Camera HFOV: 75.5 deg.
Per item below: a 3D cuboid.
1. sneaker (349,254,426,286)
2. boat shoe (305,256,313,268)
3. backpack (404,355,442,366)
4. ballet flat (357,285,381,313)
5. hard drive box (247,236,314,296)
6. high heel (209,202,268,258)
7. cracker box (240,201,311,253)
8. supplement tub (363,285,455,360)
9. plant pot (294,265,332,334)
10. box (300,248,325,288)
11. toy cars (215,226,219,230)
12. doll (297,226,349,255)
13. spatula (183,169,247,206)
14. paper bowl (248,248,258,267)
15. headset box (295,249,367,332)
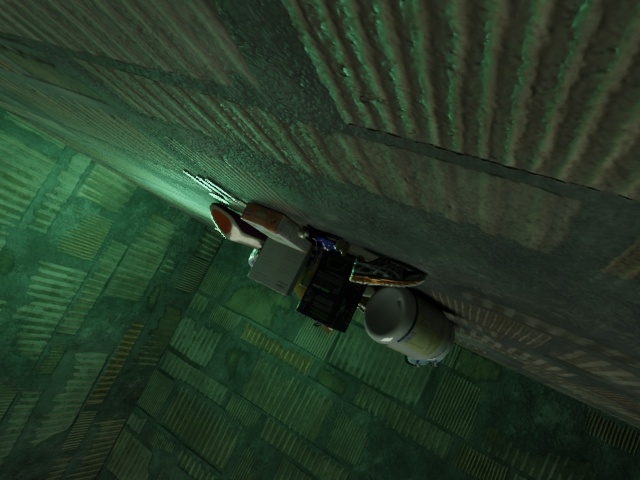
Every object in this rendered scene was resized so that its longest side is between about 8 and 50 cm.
[{"bbox_3d":[0.187,0.088,1.164,0.215,0.083,0.084,4,170,19],"label":"sneaker"},{"bbox_3d":[-0.099,0.108,1.902,0.340,0.113,0.127,35,-149,-49],"label":"boat shoe"},{"bbox_3d":[0.536,0.496,2.102,0.274,0.289,0.355,12,160,29],"label":"backpack"},{"bbox_3d":[0.238,0.268,1.931,0.483,0.163,0.182,32,162,-18],"label":"ballet flat"},{"bbox_3d":[-0.157,0.086,1.677,0.181,0.232,0.089,26,173,11],"label":"hard drive box"},{"bbox_3d":[-0.324,-0.055,1.871,0.377,0.181,0.127,46,129,-3],"label":"high heel"},{"bbox_3d":[-0.142,-0.040,1.410,0.156,0.067,0.232,21,170,31],"label":"cracker box"},{"bbox_3d":[0.355,0.332,1.628,0.325,0.235,0.236,31,171,-33],"label":"supplement tub"},{"bbox_3d":[0.010,0.232,1.769,0.254,0.237,0.237,37,174,8],"label":"plant pot"},{"bbox_3d":[-0.017,0.119,1.668,0.054,0.168,0.059,28,173,-18],"label":"box"},{"bbox_3d":[-0.374,-0.019,2.262,0.394,0.087,0.176,24,177,-4],"label":"toy cars"},{"bbox_3d":[0.000,0.000,1.288,0.189,0.046,0.129,20,169,39],"label":"doll"},{"bbox_3d":[-0.360,-0.170,1.439,0.168,0.019,0.242,22,171,33],"label":"spatula"},{"bbox_3d":[-0.208,0.101,2.099,0.285,0.147,0.284,19,154,10],"label":"paper bowl"},{"bbox_3d":[0.057,0.197,1.532,0.131,0.282,0.246,22,172,25],"label":"headset box"}]
